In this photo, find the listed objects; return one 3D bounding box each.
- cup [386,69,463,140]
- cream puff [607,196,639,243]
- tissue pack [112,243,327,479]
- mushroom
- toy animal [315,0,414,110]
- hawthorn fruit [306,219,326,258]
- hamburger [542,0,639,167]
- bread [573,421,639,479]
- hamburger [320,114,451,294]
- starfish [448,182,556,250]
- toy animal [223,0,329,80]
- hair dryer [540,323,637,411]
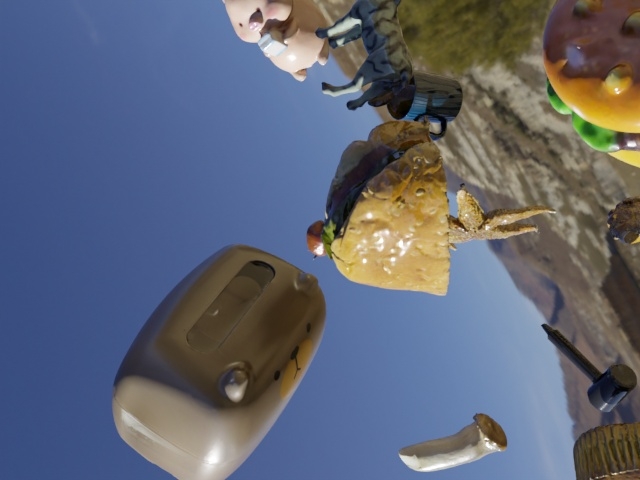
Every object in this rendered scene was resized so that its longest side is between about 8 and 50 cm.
[{"bbox_3d":[0.234,-0.308,1.729,0.138,0.150,0.113,2,-166,-29],"label":"cup"},{"bbox_3d":[0.733,-0.050,1.769,0.133,0.119,0.104,-5,-117,-27],"label":"cream puff"},{"bbox_3d":[-0.159,0.187,1.283,0.267,0.277,0.387,28,-137,10],"label":"tissue pack"},{"bbox_3d":[0.250,0.396,1.462,0.084,0.209,0.071,48,-154,-39],"label":"mushroom"},{"bbox_3d":[0.071,-0.323,1.164,0.089,0.169,0.255,8,-96,-51],"label":"toy animal"},{"bbox_3d":[0.000,0.000,1.936,0.081,0.093,0.081,12,-149,-7],"label":"hawthorn fruit"},{"bbox_3d":[0.550,-0.318,1.223,0.277,0.395,0.396,28,-147,-48],"label":"hamburger"},{"bbox_3d":[0.674,0.490,1.626,0.227,0.253,0.142,59,-156,-44],"label":"bread"},{"bbox_3d":[0.099,-0.024,1.209,0.330,0.208,0.162,73,-168,-49],"label":"hamburger"},{"bbox_3d":[0.352,-0.043,1.732,0.302,0.299,0.060,22,-120,-40],"label":"starfish"},{"bbox_3d":[-0.117,-0.534,1.847,0.256,0.195,0.213,23,-129,-47],"label":"toy animal"},{"bbox_3d":[0.618,0.274,1.783,0.248,0.070,0.114,50,147,26],"label":"hair dryer"}]
